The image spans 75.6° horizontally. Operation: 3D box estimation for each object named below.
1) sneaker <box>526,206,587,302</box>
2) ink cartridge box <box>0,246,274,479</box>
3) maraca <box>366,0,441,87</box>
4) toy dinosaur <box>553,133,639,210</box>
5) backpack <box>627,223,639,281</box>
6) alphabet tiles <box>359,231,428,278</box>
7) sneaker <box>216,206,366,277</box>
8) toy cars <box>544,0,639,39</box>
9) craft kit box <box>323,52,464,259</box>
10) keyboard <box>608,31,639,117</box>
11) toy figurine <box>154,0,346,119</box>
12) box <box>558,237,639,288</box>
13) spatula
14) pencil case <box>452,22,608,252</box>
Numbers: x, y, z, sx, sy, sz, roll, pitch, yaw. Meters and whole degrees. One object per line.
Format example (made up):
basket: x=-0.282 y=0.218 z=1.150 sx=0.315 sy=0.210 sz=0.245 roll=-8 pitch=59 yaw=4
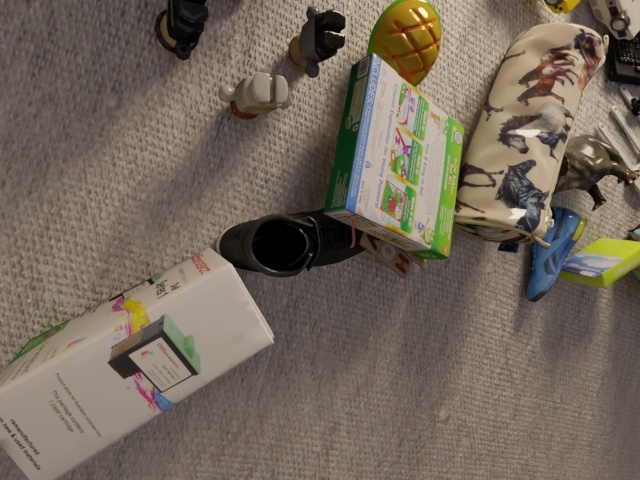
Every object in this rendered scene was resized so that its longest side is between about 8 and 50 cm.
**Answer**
sneaker: x=0.477 y=0.028 z=0.882 sx=0.082 sy=0.069 sz=0.209 roll=26 pitch=94 yaw=11
ink cartridge box: x=-0.224 y=0.129 z=0.525 sx=0.278 sy=0.201 sz=0.117 roll=-30 pitch=105 yaw=-17
maraca: x=0.132 y=-0.302 z=0.689 sx=0.127 sy=0.099 sz=0.186 roll=10 pitch=118 yaw=-19
toy dinosaur: x=0.558 y=-0.166 z=0.855 sx=0.313 sy=0.121 sz=0.160 roll=-35 pitch=74 yaw=-29
backpack: x=0.843 y=0.062 z=0.926 sx=0.225 sy=0.253 sz=0.191 roll=36 pitch=101 yaw=-22
alphabet tiles: x=0.143 y=-0.066 z=0.707 sx=0.198 sy=0.009 sz=0.237 roll=36 pitch=64 yaw=-31
sneaker: x=0.000 y=0.000 z=0.634 sx=0.295 sy=0.147 sz=0.105 roll=-9 pitch=96 yaw=-22
toy cars: x=0.523 y=-0.525 z=0.833 sx=0.393 sy=0.087 sz=0.176 roll=2 pitch=99 yaw=-25
craft kit box: x=0.131 y=-0.121 z=0.661 sx=0.246 sy=0.061 sz=0.250 roll=21 pitch=73 yaw=-34
keyboard: x=0.795 y=-0.388 z=0.973 sx=0.317 sy=0.033 sz=0.202 roll=-4 pitch=92 yaw=-21
toy figurine: x=-0.095 y=-0.291 z=0.576 sx=0.209 sy=0.148 sz=0.213 roll=45 pitch=76 yaw=-25
box: x=0.611 y=0.049 z=0.905 sx=0.178 sy=0.109 sz=0.042 roll=-24 pitch=105 yaw=-18
spatula: x=0.746 y=-0.235 z=0.978 sx=0.242 sy=0.019 sz=0.168 roll=40 pitch=78 yaw=-21
pencil case: x=0.376 y=-0.188 z=0.752 sx=0.183 sy=0.160 sz=0.410 roll=20 pitch=86 yaw=19
